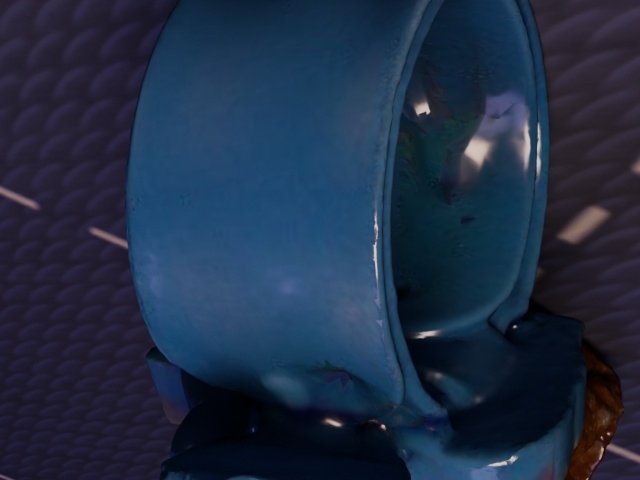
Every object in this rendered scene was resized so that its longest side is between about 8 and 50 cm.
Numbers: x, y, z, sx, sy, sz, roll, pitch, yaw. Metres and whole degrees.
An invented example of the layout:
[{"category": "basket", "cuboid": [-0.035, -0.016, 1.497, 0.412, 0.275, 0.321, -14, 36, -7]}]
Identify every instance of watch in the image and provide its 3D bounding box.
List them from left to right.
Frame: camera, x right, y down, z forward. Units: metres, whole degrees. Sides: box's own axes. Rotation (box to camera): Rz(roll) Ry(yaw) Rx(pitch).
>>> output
[{"category": "watch", "cuboid": [0.000, 0.000, 0.665, 0.241, 0.305, 0.274, 5, 109, 23]}]

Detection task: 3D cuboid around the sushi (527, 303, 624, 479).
[{"category": "sushi", "cuboid": [0.080, 0.094, 0.941, 0.296, 0.166, 0.179, 28, 137, -36]}]
